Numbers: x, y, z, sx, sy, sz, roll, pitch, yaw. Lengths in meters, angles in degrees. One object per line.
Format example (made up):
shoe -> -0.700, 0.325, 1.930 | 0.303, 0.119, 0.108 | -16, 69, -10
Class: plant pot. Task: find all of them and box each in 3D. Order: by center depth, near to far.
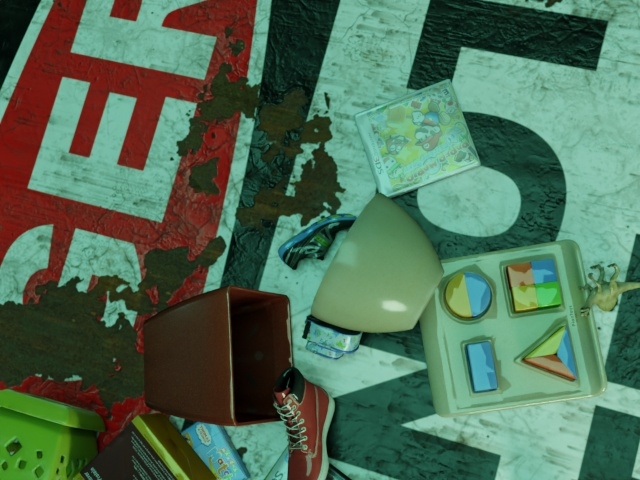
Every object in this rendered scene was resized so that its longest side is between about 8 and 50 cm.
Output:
plant pot -> 0.133, 0.073, 1.692 | 0.191, 0.284, 0.284 | 29, 88, 10
plant pot -> -0.219, 0.249, 1.759 | 0.235, 0.267, 0.267 | -9, 78, 23
plant pot -> -0.605, 0.443, 1.823 | 0.228, 0.227, 0.207 | 12, 77, 15

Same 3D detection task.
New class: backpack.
backpack -> 0.028, 0.199, 1.782 | 0.114, 0.105, 0.084 | 17, 107, 16

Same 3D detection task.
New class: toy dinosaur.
toy dinosaur -> 0.576, 0.093, 1.697 | 0.183, 0.053, 0.093 | -20, 99, -16

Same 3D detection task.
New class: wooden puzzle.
wooden puzzle -> 0.375, 0.176, 1.718 | 0.347, 0.080, 0.322 | -10, 79, 11

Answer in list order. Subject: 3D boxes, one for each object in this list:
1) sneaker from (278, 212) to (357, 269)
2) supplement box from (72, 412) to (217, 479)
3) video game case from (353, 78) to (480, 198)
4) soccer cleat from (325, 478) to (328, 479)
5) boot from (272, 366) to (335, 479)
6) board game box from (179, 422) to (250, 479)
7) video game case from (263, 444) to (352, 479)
sneaker -> 0.000, 0.000, 1.848 | 0.188, 0.067, 0.078 | -31, 97, 4
supplement box -> -0.362, 0.495, 1.762 | 0.194, 0.129, 0.191 | -45, 74, 3
video game case -> 0.208, -0.219, 1.850 | 0.227, 0.026, 0.206 | -19, 77, 8
soccer cleat -> -0.006, 0.606, 1.705 | 0.095, 0.083, 0.248 | 19, 78, -17
boot -> -0.054, 0.385, 1.689 | 0.088, 0.176, 0.244 | -10, 54, 28
board game box -> -0.279, 0.494, 1.830 | 0.211, 0.039, 0.160 | -33, 75, 7
video game case -> -0.018, 0.591, 1.758 | 0.275, 0.035, 0.248 | 34, 89, 16
